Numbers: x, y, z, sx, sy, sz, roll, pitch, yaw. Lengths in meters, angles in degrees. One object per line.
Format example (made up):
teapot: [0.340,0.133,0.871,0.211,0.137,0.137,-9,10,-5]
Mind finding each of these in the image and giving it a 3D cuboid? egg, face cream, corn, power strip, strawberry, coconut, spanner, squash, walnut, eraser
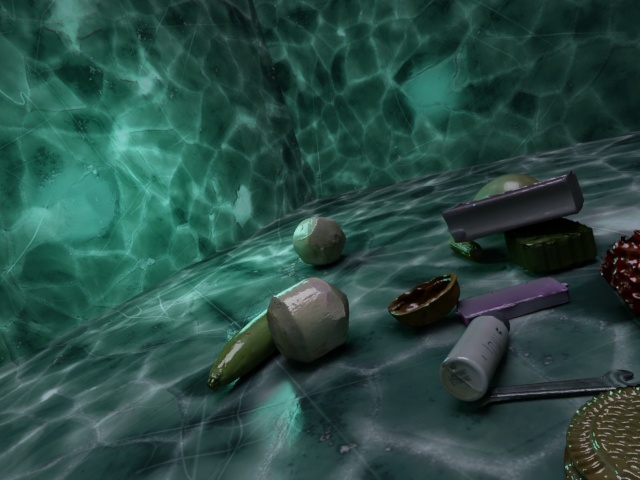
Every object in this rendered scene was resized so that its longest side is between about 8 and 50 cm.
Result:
egg: [0.686,-0.129,1.651,0.218,0.218,0.295,-25,4,-27]
face cream: [0.337,0.218,0.934,0.092,0.092,0.311,-9,8,33]
corn: [0.510,0.023,1.578,0.068,0.068,0.207,-18,13,-1]
power strip: [0.481,0.156,1.139,0.278,0.038,0.109,-17,13,6]
strawberry: [0.697,0.100,0.887,0.234,0.234,0.178,-10,46,31]
coconut: [-0.002,0.001,2.010,0.227,0.227,0.230,-27,9,-34]
spanner: [0.411,0.271,0.810,0.302,0.017,0.071,-13,13,18]
squash: [-0.198,0.302,1.284,0.118,0.118,0.370,-7,21,38]
walnut: [0.288,0.174,1.196,0.211,0.087,0.167,-30,5,24]
coconut: [-0.023,0.208,1.221,0.234,0.224,0.224,-20,13,-17]
eraser: [0.601,-0.100,1.394,0.359,0.122,0.272,-18,2,35]

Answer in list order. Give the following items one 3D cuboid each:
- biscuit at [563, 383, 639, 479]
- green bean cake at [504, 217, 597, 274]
biscuit: [0.446,0.284,0.572,0.259,0.079,0.259,-17,13,4]
green bean cake: [0.671,0.010,1.322,0.200,0.113,0.214,-15,12,8]
